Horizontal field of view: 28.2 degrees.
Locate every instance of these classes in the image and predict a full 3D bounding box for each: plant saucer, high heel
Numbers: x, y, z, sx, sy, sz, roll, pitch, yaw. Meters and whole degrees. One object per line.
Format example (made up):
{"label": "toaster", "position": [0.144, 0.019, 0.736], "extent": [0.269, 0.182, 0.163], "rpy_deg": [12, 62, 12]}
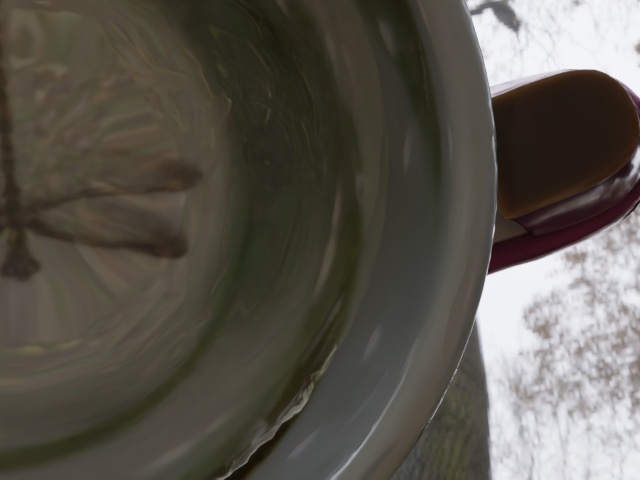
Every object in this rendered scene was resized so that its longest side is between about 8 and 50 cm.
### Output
{"label": "plant saucer", "position": [-0.132, -0.029, 0.533], "extent": [0.400, 0.400, 0.100], "rpy_deg": [9, -8, -7]}
{"label": "high heel", "position": [0.000, 0.000, 0.703], "extent": [0.377, 0.181, 0.127], "rpy_deg": [-13, -95, 14]}
